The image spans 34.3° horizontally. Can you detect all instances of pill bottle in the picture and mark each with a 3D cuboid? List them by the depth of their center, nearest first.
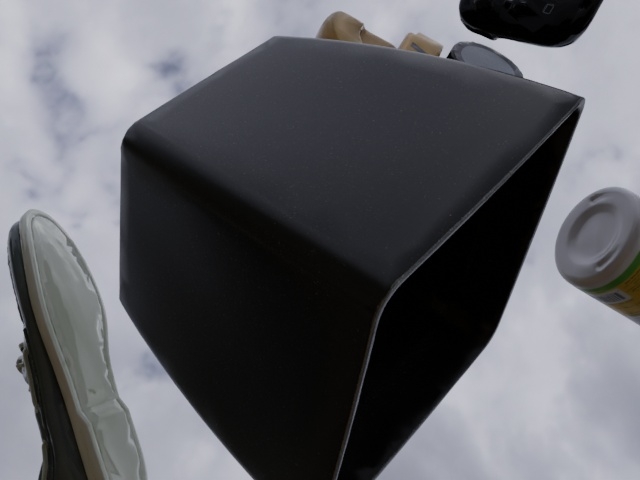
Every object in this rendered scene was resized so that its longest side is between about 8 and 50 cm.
[{"bbox_3d":[0.430,0.042,1.325,0.246,0.136,0.136,28,-49,-27],"label":"pill bottle"}]

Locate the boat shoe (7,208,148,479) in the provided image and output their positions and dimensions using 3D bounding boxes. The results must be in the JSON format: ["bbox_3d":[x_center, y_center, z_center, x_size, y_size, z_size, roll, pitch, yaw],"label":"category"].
[{"bbox_3d":[-0.265,0.126,1.019,0.099,0.116,0.319,-23,-102,17],"label":"boat shoe"}]

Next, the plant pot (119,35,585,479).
[{"bbox_3d":[0.000,0.000,0.537,0.167,0.188,0.187,33,-42,20],"label":"plant pot"}]

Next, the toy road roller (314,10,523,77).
[{"bbox_3d":[0.064,-0.121,1.183,0.241,0.329,0.202,29,-52,2],"label":"toy road roller"}]

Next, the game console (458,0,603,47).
[{"bbox_3d":[0.240,-0.292,0.819,0.213,0.361,0.044,16,-24,38],"label":"game console"}]
